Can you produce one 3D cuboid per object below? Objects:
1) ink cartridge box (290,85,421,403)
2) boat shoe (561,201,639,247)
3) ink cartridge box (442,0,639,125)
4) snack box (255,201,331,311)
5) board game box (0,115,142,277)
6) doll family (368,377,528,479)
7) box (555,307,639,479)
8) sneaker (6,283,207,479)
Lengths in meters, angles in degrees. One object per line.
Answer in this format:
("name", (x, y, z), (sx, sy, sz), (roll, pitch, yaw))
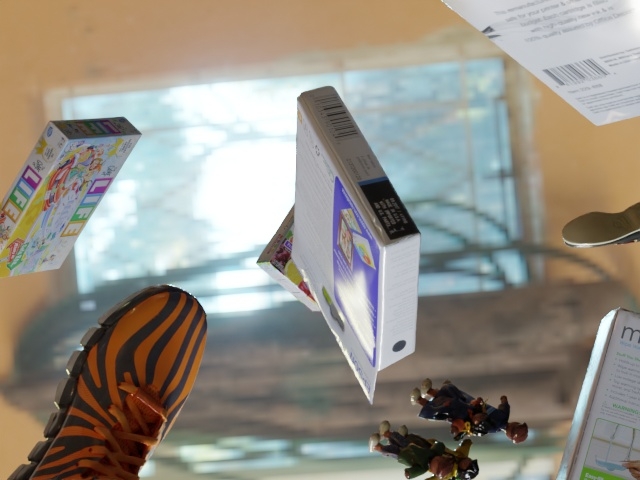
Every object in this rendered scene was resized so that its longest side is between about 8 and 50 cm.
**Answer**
("ink cartridge box", (0.029, 0.004, 1.747), (0.208, 0.045, 0.206), (94, 156, -45))
("boat shoe", (0.353, -0.012, 2.339), (0.042, 0.133, 0.049), (88, 164, -54))
("ink cartridge box", (0.250, -0.240, 1.759), (0.289, 0.211, 0.121), (34, -119, -34))
("snack box", (0.000, 0.000, 2.337), (0.100, 0.037, 0.141), (42, -111, -23))
("board game box", (-0.227, -0.037, 1.663), (0.154, 0.026, 0.103), (-56, -22, 23))
("doll family", (0.143, 0.206, 2.065), (0.193, 0.111, 0.076), (-46, -37, -36))
("box", (0.392, 0.216, 2.015), (0.127, 0.262, 0.231), (93, -167, -82))
("sneaker", (-0.169, 0.193, 1.685), (0.124, 0.180, 0.321), (36, -101, -31))
